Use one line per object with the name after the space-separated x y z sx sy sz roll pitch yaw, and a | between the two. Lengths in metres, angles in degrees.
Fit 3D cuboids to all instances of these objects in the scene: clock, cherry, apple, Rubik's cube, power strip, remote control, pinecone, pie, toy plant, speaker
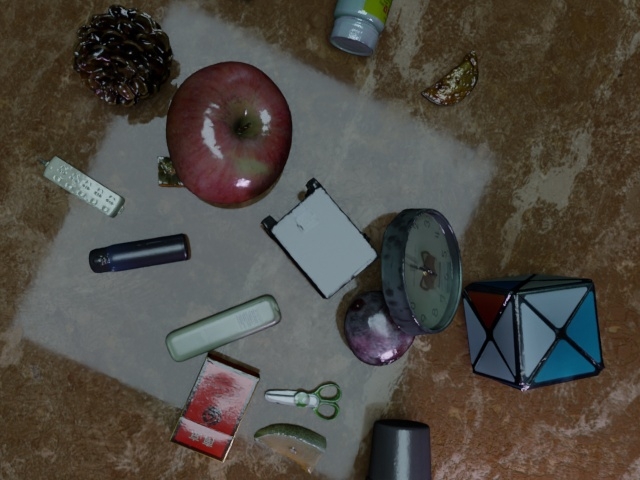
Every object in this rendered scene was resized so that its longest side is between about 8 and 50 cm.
0.260 0.078 1.801 0.067 0.325 0.325 -5 90 37 | clock
0.147 0.222 1.844 0.195 0.195 0.195 0 90 -5 | cherry
-0.232 -0.262 1.782 0.345 0.269 0.344 1 88 -26 | apple
0.533 0.222 1.822 0.246 0.250 0.248 -7 93 -19 | Rubik's cube
-0.623 -0.145 1.852 0.253 0.027 0.060 32 87 -4 | power strip
-0.254 0.232 1.877 0.309 0.038 0.090 -22 94 -4 | remote control
-0.481 -0.442 1.764 0.243 0.243 0.257 -27 51 -5 | pinecone
0.372 -0.427 1.941 0.191 0.033 0.088 -40 97 -4 | pie
0.207 0.672 1.847 0.279 0.185 0.400 9 83 -48 | toy plant
0.000 0.000 1.807 0.184 0.232 0.254 -40 88 -4 | speaker

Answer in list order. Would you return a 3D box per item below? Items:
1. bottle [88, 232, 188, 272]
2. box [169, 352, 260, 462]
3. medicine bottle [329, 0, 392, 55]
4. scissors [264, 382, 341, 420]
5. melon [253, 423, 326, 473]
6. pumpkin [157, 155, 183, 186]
-0.465 0.035 1.838 0.244 0.082 0.072 -9 93 -5 | bottle
-0.272 0.432 1.856 0.153 0.074 0.239 24 89 -10 | box
0.112 -0.611 1.865 0.139 0.139 0.225 18 88 -5 | medicine bottle
-0.047 0.420 1.900 0.204 0.027 0.101 8 88 -7 | scissors
-0.079 0.533 1.894 0.182 0.054 0.098 32 102 -4 | melon
-0.386 -0.181 1.861 0.074 0.054 0.083 -2 83 -8 | pumpkin
